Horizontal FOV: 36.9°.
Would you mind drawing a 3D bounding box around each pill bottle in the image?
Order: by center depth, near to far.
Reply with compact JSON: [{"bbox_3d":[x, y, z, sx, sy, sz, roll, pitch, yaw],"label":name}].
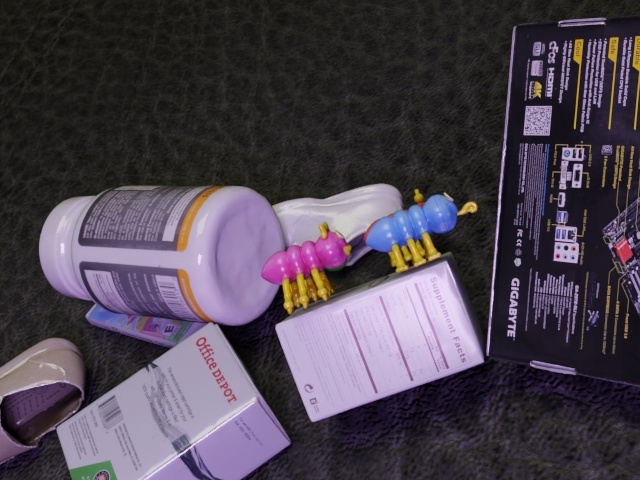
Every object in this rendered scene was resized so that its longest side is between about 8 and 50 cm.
[{"bbox_3d":[-0.195,0.013,1.151,0.278,0.162,0.162,3,48,34],"label":"pill bottle"}]

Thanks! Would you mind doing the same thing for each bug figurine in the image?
[{"bbox_3d":[0.045,0.005,0.984,0.216,0.072,0.279,-22,-1,1],"label":"bug figurine"}]

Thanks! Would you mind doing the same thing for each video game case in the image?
[{"bbox_3d":[-0.183,0.043,1.263,0.193,0.023,0.212,9,53,40],"label":"video game case"}]

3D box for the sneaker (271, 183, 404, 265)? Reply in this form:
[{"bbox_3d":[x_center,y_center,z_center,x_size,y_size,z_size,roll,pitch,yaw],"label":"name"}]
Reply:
[{"bbox_3d":[0.000,0.000,1.159,0.212,0.080,0.094,-17,51,15],"label":"sneaker"}]

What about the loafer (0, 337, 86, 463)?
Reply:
[{"bbox_3d":[-0.391,0.220,1.137,0.268,0.102,0.092,-40,33,-14],"label":"loafer"}]

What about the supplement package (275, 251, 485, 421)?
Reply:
[{"bbox_3d":[0.063,0.093,0.953,0.179,0.105,0.105,-21,0,11],"label":"supplement package"}]

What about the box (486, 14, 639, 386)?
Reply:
[{"bbox_3d":[0.284,-0.034,0.840,0.257,0.079,0.322,6,93,40],"label":"box"}]

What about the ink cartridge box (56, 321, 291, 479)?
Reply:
[{"bbox_3d":[-0.156,0.205,1.013,0.208,0.087,0.153,-34,38,-4],"label":"ink cartridge box"}]
